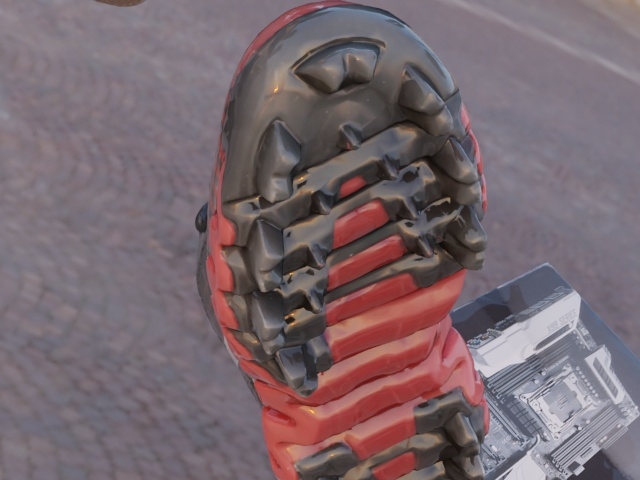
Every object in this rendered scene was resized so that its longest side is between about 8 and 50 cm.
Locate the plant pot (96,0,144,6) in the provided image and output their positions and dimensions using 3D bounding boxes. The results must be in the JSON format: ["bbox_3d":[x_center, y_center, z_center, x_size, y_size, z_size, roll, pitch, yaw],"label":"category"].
[{"bbox_3d":[-0.187,-0.280,1.364,0.237,0.110,0.237,20,-14,5],"label":"plant pot"}]

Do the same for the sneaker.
[{"bbox_3d":[0.000,0.000,0.573,0.097,0.276,0.135,-21,55,-8],"label":"sneaker"}]

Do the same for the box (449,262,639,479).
[{"bbox_3d":[0.153,0.185,1.081,0.242,0.077,0.307,-25,55,-20],"label":"box"}]
